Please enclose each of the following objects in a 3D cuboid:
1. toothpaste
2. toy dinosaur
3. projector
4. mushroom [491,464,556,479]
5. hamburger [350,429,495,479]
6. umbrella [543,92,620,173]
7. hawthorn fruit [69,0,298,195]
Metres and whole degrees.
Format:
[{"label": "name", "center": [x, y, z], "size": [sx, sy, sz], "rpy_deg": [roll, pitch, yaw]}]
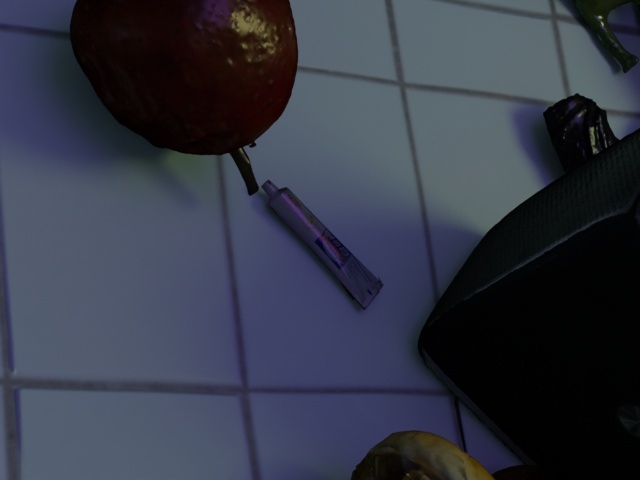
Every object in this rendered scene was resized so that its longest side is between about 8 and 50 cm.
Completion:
[{"label": "toothpaste", "center": [0.000, 0.000, 1.780], "size": [0.170, 0.028, 0.045], "rpy_deg": [46, 45, -8]}, {"label": "toy dinosaur", "center": [0.341, -0.370, 2.132], "size": [0.301, 0.087, 0.447], "rpy_deg": [46, 59, 4]}, {"label": "projector", "center": [0.373, 0.102, 1.726], "size": [0.395, 0.405, 0.242], "rpy_deg": [45, 53, -7]}, {"label": "mushroom", "center": [0.216, 0.297, 1.753], "size": [0.127, 0.087, 0.127], "rpy_deg": [2, 82, -12]}, {"label": "hamburger", "center": [0.101, 0.307, 1.577], "size": [0.244, 0.244, 0.163], "rpy_deg": [53, 49, 0]}, {"label": "umbrella", "center": [0.364, -0.026, 1.982], "size": [0.094, 0.090, 0.326], "rpy_deg": [-25, 83, -41]}, {"label": "hawthorn fruit", "center": [-0.113, -0.170, 1.674], "size": [0.210, 0.230, 0.266], "rpy_deg": [-39, 106, -29]}]
